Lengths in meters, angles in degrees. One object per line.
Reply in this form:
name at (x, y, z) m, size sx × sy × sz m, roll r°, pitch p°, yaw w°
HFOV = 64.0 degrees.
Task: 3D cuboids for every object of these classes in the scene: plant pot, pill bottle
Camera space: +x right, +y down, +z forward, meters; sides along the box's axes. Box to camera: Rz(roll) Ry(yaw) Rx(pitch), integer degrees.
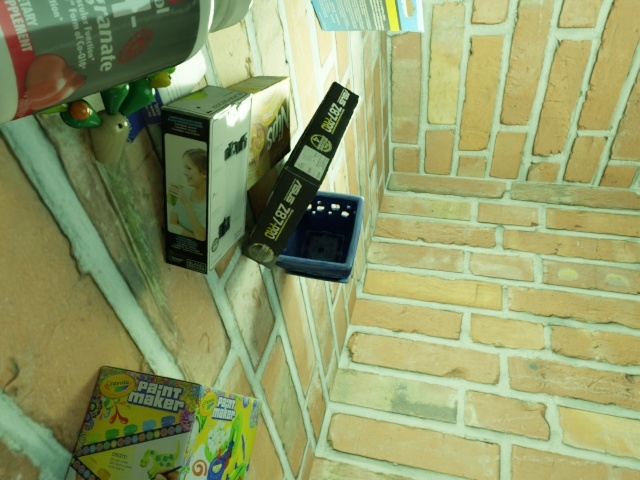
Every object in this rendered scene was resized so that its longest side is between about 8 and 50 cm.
plant pot at (0.000, 0.000, 1.529) m, size 0.212 × 0.235 × 0.236 m, roll 79°, pitch 21°, yaw -67°
pill bottle at (-0.218, -0.242, 0.496) m, size 0.318 × 0.176 × 0.176 m, roll -39°, pitch 137°, yaw -39°

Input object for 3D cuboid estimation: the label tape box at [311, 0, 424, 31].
label tape box at (0.145, -0.741, 1.542) m, size 0.240 × 0.333 × 0.106 m, roll 41°, pitch 57°, yaw -73°

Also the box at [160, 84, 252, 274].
box at (-0.197, -0.108, 0.902) m, size 0.169 × 0.087 × 0.290 m, roll -60°, pitch 162°, yaw -56°

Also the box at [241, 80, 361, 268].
box at (-0.047, -0.167, 1.270) m, size 0.318 × 0.097 × 0.395 m, roll -53°, pitch -169°, yaw 44°

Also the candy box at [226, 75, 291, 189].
candy box at (-0.151, -0.239, 1.108) m, size 0.316 × 0.087 × 0.183 m, roll -60°, pitch 154°, yaw -60°

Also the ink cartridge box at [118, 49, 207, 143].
ink cartridge box at (-0.257, -0.298, 0.768) m, size 0.223 × 0.045 × 0.224 m, roll 80°, pitch 22°, yaw -48°

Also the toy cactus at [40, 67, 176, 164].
toy cactus at (-0.279, -0.181, 0.657) m, size 0.219 × 0.112 × 0.180 m, roll -58°, pitch 175°, yaw -50°

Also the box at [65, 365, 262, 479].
box at (-0.244, 0.376, 0.838) m, size 0.290 × 0.177 × 0.279 m, roll 61°, pitch 38°, yaw -65°
